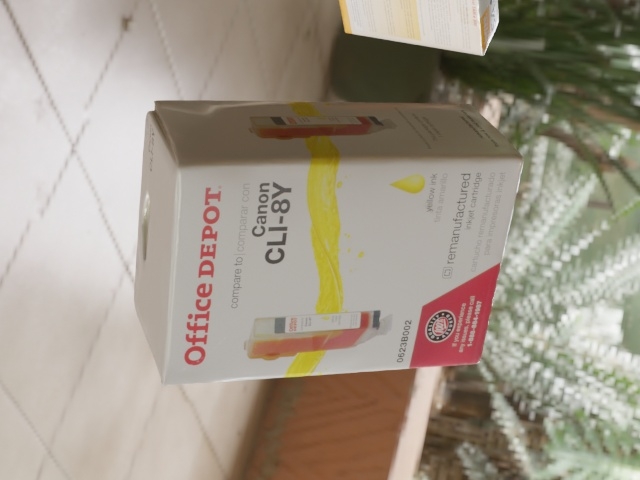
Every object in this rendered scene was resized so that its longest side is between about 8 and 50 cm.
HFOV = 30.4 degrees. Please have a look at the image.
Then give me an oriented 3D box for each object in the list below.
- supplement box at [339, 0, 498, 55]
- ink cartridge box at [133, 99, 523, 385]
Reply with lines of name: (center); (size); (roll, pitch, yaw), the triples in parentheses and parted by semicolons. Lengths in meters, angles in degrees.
supplement box: (0.062, -0.160, 0.758); (0.062, 0.098, 0.036); (76, 33, -53)
ink cartridge box: (0.000, 0.000, 1.318); (0.160, 0.385, 0.279); (-120, -147, -56)
